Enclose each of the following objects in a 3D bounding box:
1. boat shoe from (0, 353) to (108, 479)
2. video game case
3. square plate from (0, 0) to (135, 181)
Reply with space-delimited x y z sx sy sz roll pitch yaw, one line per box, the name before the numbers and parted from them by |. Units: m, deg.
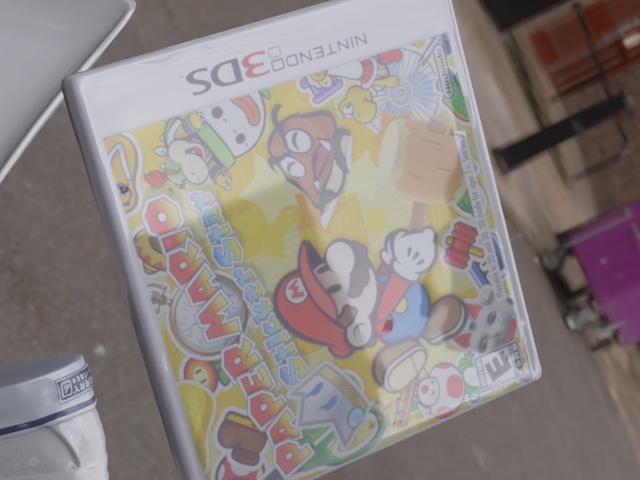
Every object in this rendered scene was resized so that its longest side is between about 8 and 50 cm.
boat shoe | -0.321 0.197 1.014 0.136 0.367 0.156 -38 113 -76
video game case | 0.000 0.000 0.678 0.026 0.206 0.227 10 -62 64
square plate | -0.383 -0.124 1.158 0.049 0.344 0.347 85 28 -53
